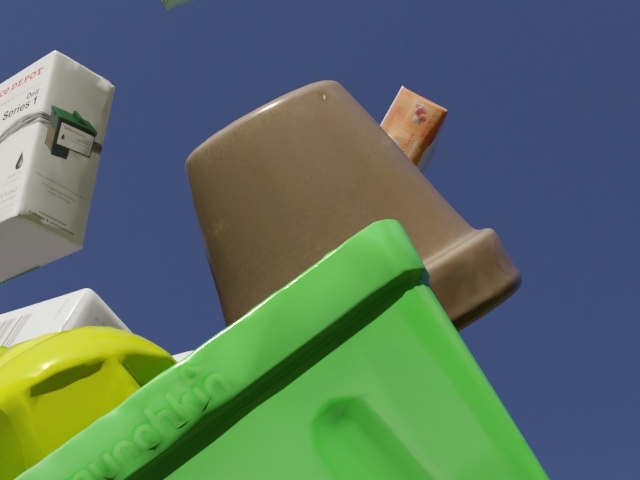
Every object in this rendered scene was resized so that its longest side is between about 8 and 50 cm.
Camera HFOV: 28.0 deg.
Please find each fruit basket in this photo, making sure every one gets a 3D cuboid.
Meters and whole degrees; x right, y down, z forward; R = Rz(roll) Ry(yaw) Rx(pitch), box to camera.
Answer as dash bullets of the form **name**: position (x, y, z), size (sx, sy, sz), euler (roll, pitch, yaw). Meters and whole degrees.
- **fruit basket**: position (-0.107, 0.144, 0.720), size (0.392, 0.392, 0.283), euler (6, -35, 4)

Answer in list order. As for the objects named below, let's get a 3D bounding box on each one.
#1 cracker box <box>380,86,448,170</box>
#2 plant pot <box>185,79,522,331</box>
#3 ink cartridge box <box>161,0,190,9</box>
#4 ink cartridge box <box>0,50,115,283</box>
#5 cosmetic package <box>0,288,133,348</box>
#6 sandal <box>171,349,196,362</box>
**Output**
- **cracker box**: position (0.088, -0.082, 1.592), size (0.067, 0.232, 0.156), euler (29, -97, 6)
- **plant pot**: position (0.000, 0.000, 1.078), size (0.263, 0.263, 0.229), euler (-30, -92, 26)
- **ink cartridge box**: position (-0.120, -0.367, 1.259), size (0.171, 0.056, 0.235), euler (-23, -98, -7)
- **ink cartridge box**: position (-0.327, -0.081, 1.431), size (0.160, 0.219, 0.092), euler (-21, -38, 38)
- **cosmetic package**: position (-0.358, 0.334, 1.714), size (0.329, 0.327, 0.394), euler (-18, -56, 36)
- **sandal**: position (-0.262, 0.201, 1.336), size (0.416, 0.102, 0.169), euler (-6, -72, -15)
